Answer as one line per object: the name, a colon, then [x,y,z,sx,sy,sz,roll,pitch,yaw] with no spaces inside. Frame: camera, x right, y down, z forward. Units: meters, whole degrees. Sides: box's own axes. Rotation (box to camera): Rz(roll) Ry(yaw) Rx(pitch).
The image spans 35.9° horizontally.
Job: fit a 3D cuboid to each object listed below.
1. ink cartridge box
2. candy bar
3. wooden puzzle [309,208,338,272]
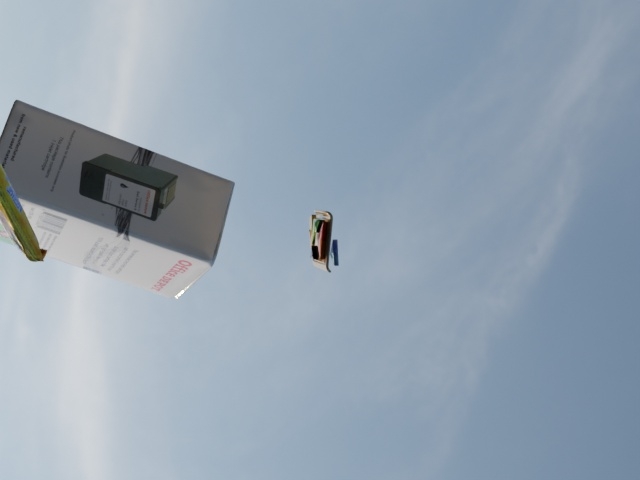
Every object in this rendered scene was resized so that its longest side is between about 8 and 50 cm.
ink cartridge box: [-0.283,-0.042,1.277,0.211,0.289,0.121,-34,-141,62]
candy bar: [-0.256,-0.043,0.781,0.018,0.161,0.040,-39,-131,-24]
wooden puzzle: [0.000,0.000,1.182,0.116,0.014,0.078,169,-80,-75]
